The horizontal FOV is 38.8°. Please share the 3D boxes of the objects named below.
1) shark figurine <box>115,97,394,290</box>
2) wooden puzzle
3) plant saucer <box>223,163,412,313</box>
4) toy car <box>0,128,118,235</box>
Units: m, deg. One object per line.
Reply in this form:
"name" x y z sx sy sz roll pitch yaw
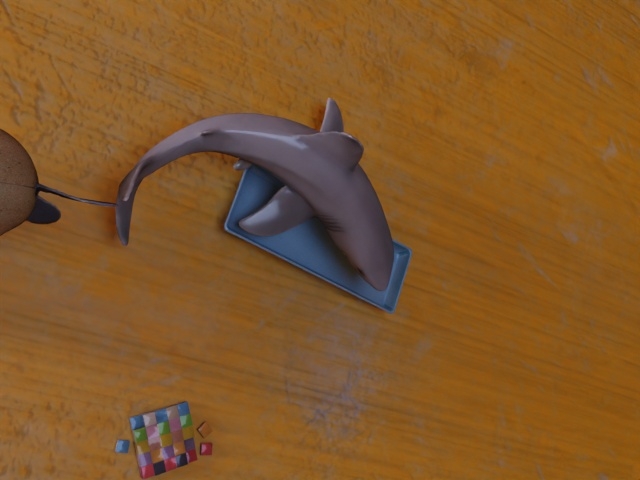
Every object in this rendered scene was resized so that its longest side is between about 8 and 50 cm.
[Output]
"shark figurine" -0.030 -0.064 0.718 0.278 0.116 0.166 13 77 -34
"wooden puzzle" -0.123 0.158 0.721 0.083 0.006 0.049 -12 93 -34
"plant saucer" 0.000 0.000 0.809 0.192 0.018 0.067 28 72 -28
"toy car" -0.235 -0.019 0.584 0.188 0.155 0.149 4 84 -46
